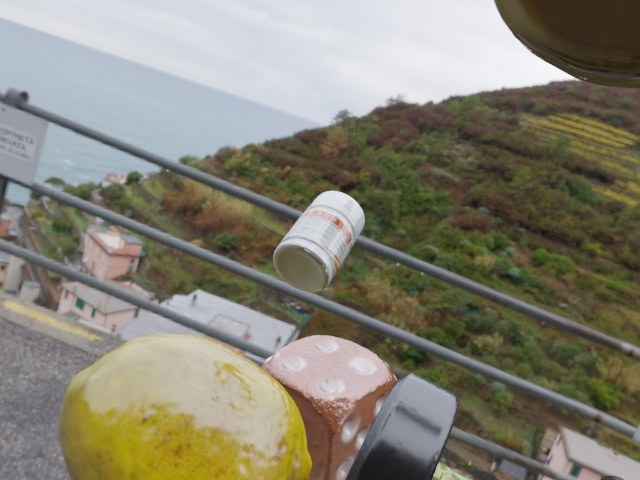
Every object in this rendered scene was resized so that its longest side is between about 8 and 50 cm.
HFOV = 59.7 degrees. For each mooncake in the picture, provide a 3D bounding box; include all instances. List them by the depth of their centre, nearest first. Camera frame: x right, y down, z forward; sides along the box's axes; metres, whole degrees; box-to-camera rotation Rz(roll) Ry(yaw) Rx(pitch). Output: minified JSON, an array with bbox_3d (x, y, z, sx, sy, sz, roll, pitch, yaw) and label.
[{"bbox_3d":[0.273,-0.236,0.467,0.235,0.234,0.117,24,15,27],"label":"mooncake"}]

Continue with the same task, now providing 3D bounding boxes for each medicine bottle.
[{"bbox_3d":[0.000,0.000,0.514,0.057,0.057,0.089,22,44,14],"label":"medicine bottle"}]

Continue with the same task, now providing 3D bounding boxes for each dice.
[{"bbox_3d":[0.005,0.262,0.878,0.174,0.174,0.179,21,28,36],"label":"dice"}]

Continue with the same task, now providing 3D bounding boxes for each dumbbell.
[{"bbox_3d":[0.191,0.303,0.605,0.323,0.203,0.204,25,13,15],"label":"dumbbell"}]

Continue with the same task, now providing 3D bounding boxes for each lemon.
[{"bbox_3d":[-0.109,0.166,0.466,0.207,0.170,0.170,28,13,7],"label":"lemon"}]
